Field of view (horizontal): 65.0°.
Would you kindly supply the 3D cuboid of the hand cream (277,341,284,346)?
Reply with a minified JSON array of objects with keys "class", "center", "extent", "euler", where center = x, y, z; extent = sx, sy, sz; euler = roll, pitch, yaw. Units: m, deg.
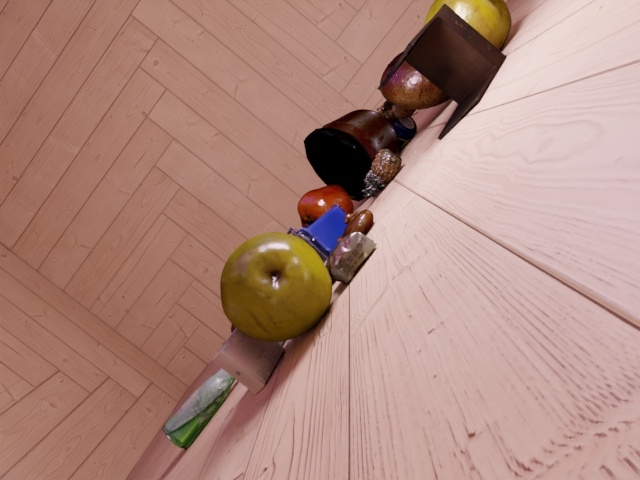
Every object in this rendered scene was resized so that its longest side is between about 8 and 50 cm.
[{"class":"hand cream","center":[-0.112,0.242,1.349],"extent":[0.331,0.058,0.085],"euler":[-54,-29,-26]}]

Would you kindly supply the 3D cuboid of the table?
[{"class":"table","center":[0.355,-0.493,1.478],"extent":[0.282,0.251,0.196],"euler":[-55,6,-36]}]

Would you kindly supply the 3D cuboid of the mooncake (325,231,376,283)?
[{"class":"mooncake","center":[0.061,0.040,1.184],"extent":[0.125,0.073,0.130],"euler":[-53,2,-8]}]

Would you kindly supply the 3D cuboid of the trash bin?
[{"class":"trash bin","center":[0.000,0.000,1.562],"extent":[0.234,0.184,0.162],"euler":[-47,1,-44]}]

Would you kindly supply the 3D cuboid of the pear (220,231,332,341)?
[{"class":"pear","center":[-0.099,0.109,1.142],"extent":[0.253,0.253,0.307],"euler":[-52,-10,-9]}]

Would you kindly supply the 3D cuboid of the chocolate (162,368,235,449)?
[{"class":"chocolate","center":[-0.356,0.498,1.564],"extent":[0.291,0.110,0.110],"euler":[-50,3,-13]}]

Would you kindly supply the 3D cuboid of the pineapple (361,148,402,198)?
[{"class":"pineapple","center":[0.219,-0.237,1.846],"extent":[0.197,0.108,0.108],"euler":[-60,2,11]}]

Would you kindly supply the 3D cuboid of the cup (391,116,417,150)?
[{"class":"cup","center":[0.338,-0.510,2.414],"extent":[0.256,0.178,0.255],"euler":[-45,8,43]}]

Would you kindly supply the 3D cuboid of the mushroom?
[{"class":"mushroom","center":[0.390,-0.611,2.041],"extent":[0.331,0.334,0.356],"euler":[-30,-41,-49]}]

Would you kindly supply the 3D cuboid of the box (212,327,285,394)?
[{"class":"box","center":[-0.167,0.272,1.197],"extent":[0.051,0.129,0.130],"euler":[-49,4,33]}]

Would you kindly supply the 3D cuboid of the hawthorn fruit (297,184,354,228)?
[{"class":"hawthorn fruit","center":[0.039,-0.132,2.111],"extent":[0.261,0.224,0.224],"euler":[-40,-2,-29]}]

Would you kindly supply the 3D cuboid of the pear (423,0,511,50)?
[{"class":"pear","center":[0.503,-0.740,1.767],"extent":[0.304,0.304,0.304],"euler":[-51,4,5]}]

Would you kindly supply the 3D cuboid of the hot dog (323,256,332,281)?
[{"class":"hot dog","center":[0.033,0.074,1.355],"extent":[0.192,0.053,0.099],"euler":[-49,4,-16]}]

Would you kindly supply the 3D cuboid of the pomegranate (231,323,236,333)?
[{"class":"pomegranate","center":[-0.302,0.368,2.024],"extent":[0.129,0.130,0.159],"euler":[-58,-12,-60]}]

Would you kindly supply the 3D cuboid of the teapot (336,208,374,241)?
[{"class":"teapot","center":[0.098,-0.041,1.460],"extent":[0.129,0.078,0.098],"euler":[-50,4,16]}]

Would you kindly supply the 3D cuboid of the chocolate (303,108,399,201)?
[{"class":"chocolate","center":[0.173,-0.401,2.171],"extent":[0.331,0.383,0.384],"euler":[-45,1,-22]}]

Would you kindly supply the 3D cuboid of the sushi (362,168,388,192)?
[{"class":"sushi","center":[0.207,-0.227,1.921],"extent":[0.084,0.083,0.056],"euler":[-49,5,11]}]
